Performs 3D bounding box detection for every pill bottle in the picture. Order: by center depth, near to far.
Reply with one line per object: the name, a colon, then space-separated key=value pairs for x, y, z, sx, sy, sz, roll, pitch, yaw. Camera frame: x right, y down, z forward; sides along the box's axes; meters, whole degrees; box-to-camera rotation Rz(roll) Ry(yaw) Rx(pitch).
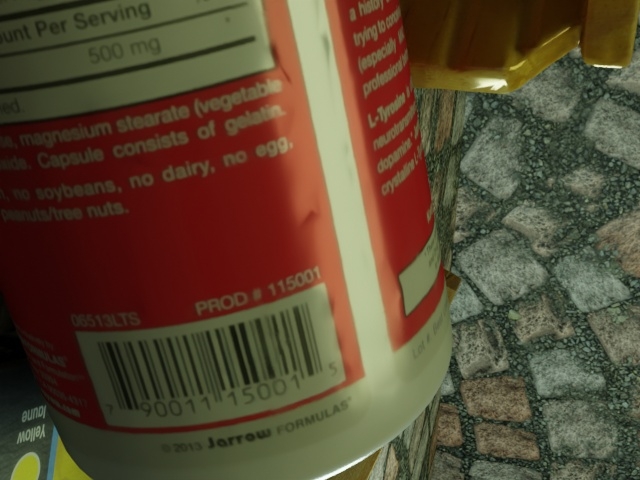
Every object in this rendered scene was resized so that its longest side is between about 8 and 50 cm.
pill bottle: x=-0.074 y=-0.098 z=0.424 sx=0.229 sy=0.229 sz=0.407 roll=-55 pitch=137 yaw=-58

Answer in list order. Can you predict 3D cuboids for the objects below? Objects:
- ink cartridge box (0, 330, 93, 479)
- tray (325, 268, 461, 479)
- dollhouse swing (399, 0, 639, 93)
ink cartridge box: x=-0.188 y=0.209 z=0.566 sx=0.303 sy=0.072 sz=0.307 roll=-4 pitch=101 yaw=-75
tray: x=-0.007 y=0.191 z=0.725 sx=0.203 sy=0.076 sz=0.411 roll=-58 pitch=171 yaw=-32
dollhouse swing: x=0.018 y=-0.303 z=0.473 sx=0.305 sy=0.347 sz=0.315 roll=64 pitch=37 yaw=-62
